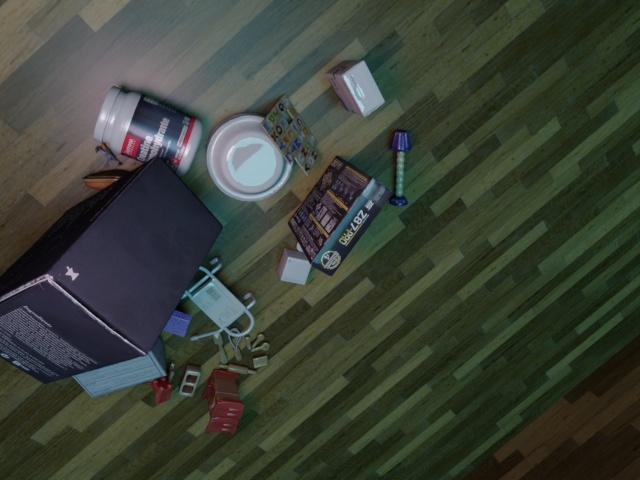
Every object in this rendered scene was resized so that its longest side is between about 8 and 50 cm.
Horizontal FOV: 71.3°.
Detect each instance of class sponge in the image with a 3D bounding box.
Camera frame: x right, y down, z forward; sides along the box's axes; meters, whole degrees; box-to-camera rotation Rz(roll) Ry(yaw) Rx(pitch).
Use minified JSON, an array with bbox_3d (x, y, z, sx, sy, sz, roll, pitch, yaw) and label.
[{"bbox_3d":[-0.575,0.277,1.604,0.210,0.031,0.117,22,134,-12],"label":"sponge"}]

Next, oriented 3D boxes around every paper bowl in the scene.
[{"bbox_3d":[-0.230,-0.268,1.468,0.284,0.148,0.284,-6,113,-15],"label":"paper bowl"}]

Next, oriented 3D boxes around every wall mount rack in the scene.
[{"bbox_3d":[-0.419,0.236,1.634,0.304,0.130,0.350,-39,116,-2],"label":"wall mount rack"}]

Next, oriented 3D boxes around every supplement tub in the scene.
[{"bbox_3d":[-0.508,-0.324,1.338,0.272,0.191,0.191,20,104,-23],"label":"supplement tub"}]

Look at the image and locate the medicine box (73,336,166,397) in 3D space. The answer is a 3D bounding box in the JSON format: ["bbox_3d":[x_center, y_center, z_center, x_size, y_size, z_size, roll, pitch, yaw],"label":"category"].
[{"bbox_3d":[-0.707,0.376,1.538,0.263,0.149,0.289,-14,135,-10],"label":"medicine box"}]

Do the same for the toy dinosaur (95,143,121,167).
[{"bbox_3d":[-0.661,-0.269,1.402,0.082,0.047,0.090,18,96,-41],"label":"toy dinosaur"}]

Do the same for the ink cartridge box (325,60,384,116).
[{"bbox_3d":[0.109,-0.494,1.442,0.086,0.203,0.148,-35,117,0],"label":"ink cartridge box"}]

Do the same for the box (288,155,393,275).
[{"bbox_3d":[0.044,-0.100,1.477,0.097,0.395,0.318,31,99,-23],"label":"box"}]

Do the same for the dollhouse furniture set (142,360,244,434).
[{"bbox_3d":[-0.495,0.598,1.710,0.374,0.201,0.152,16,106,-22],"label":"dollhouse furniture set"}]

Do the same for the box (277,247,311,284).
[{"bbox_3d":[-0.098,0.098,1.686,0.101,0.087,0.102,13,107,-20],"label":"box"}]

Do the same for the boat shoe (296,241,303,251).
[{"bbox_3d":[0.000,0.000,1.688,0.184,0.063,0.066,-19,115,-9],"label":"boat shoe"}]

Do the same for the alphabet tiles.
[{"bbox_3d":[-0.088,-0.338,1.473,0.009,0.198,0.237,-16,125,36],"label":"alphabet tiles"}]

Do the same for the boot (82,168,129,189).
[{"bbox_3d":[-0.613,-0.113,1.455,0.283,0.109,0.220,-1,116,-24],"label":"boot"}]

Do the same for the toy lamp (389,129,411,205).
[{"bbox_3d":[0.295,-0.269,1.660,0.080,0.080,0.275,-6,114,-14],"label":"toy lamp"}]

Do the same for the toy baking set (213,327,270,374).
[{"bbox_3d":[-0.322,0.447,1.798,0.256,0.030,0.197,15,104,-21],"label":"toy baking set"}]

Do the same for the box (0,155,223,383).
[{"bbox_3d":[-0.600,0.081,1.221,0.471,0.480,0.297,-22,122,31],"label":"box"}]
